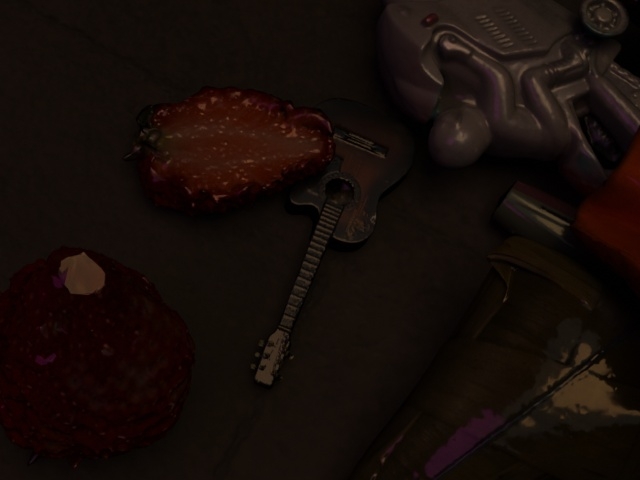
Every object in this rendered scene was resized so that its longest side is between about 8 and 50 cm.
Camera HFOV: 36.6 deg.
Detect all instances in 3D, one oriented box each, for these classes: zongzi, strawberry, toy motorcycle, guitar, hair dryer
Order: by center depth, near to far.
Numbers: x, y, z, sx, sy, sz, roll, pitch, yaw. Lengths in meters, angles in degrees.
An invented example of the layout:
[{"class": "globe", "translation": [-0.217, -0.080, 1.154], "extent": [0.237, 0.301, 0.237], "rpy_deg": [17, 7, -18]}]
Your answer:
[{"class": "strawberry", "translation": [-0.140, 0.071, 0.585], "extent": [0.131, 0.148, 0.131], "rpy_deg": [4, 72, -11]}, {"class": "zongzi", "translation": [0.168, 0.148, 0.610], "extent": [0.256, 0.115, 0.228], "rpy_deg": [33, 83, 19]}, {"class": "strawberry", "translation": [-0.065, -0.062, 0.701], "extent": [0.152, 0.048, 0.103], "rpy_deg": [2, 61, -6]}, {"class": "guitar", "translation": [0.000, 0.000, 0.708], "extent": [0.088, 0.025, 0.233], "rpy_deg": [23, 68, -3]}, {"class": "hair dryer", "translation": [0.157, 0.039, 0.720], "extent": [0.106, 0.054, 0.154], "rpy_deg": [30, 71, 4]}, {"class": "toy motorcycle", "translation": [0.137, -0.117, 0.737], "extent": [0.260, 0.110, 0.171], "rpy_deg": [37, 69, 6]}]

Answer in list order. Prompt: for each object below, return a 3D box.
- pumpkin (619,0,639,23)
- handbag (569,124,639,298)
[{"class": "pumpkin", "translation": [0.415, -0.243, 0.814], "extent": [0.279, 0.163, 0.111], "rpy_deg": [-20, 78, -16]}, {"class": "handbag", "translation": [0.370, 0.080, 0.598], "extent": [0.410, 0.303, 0.116], "rpy_deg": [28, 110, -13]}]
